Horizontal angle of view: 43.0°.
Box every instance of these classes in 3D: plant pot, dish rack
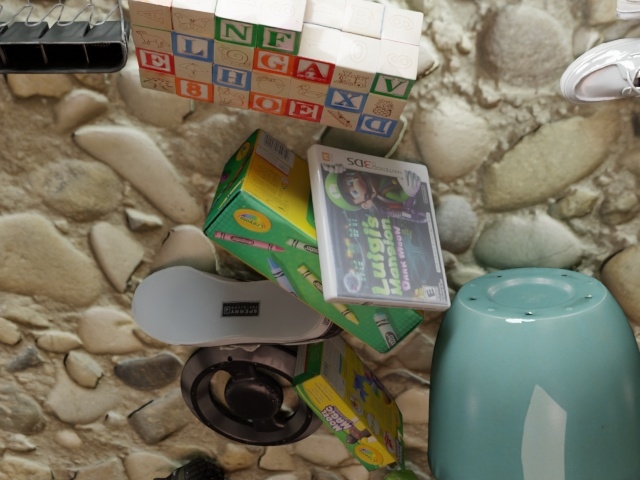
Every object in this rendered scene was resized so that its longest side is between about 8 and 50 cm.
[{"bbox_3d":[0.274,0.171,1.045,0.293,0.293,0.235,-5,106,7],"label":"plant pot"},{"bbox_3d":[-0.324,-0.317,0.877,0.208,0.074,0.272,0,131,3],"label":"dish rack"}]

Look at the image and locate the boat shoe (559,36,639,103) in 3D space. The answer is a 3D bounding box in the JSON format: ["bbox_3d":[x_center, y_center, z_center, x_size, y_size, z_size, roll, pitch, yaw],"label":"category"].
[{"bbox_3d":[0.370,-0.193,0.926,0.184,0.063,0.066,-11,121,10],"label":"boat shoe"}]

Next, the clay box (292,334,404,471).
[{"bbox_3d":[0.047,0.234,1.179,0.053,0.127,0.222,-28,116,20],"label":"clay box"}]

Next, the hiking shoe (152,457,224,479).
[{"bbox_3d":[-0.180,0.458,1.374,0.114,0.086,0.227,-23,113,32],"label":"hiking shoe"}]

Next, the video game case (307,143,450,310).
[{"bbox_3d":[0.070,-0.014,0.961,0.173,0.190,0.022,7,156,-32],"label":"video game case"}]

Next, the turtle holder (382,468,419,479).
[{"bbox_3d":[0.263,0.456,1.271,0.320,0.243,0.227,25,112,35],"label":"turtle holder"}]

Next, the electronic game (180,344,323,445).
[{"bbox_3d":[-0.101,0.234,1.235,0.229,0.048,0.229,5,127,6],"label":"electronic game"}]

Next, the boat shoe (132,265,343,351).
[{"bbox_3d":[-0.112,0.096,1.115,0.306,0.113,0.105,-5,161,23],"label":"boat shoe"}]

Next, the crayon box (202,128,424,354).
[{"bbox_3d":[0.000,0.000,1.012,0.278,0.165,0.081,36,118,-17],"label":"crayon box"}]

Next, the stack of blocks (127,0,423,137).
[{"bbox_3d":[-0.046,-0.215,0.878,0.297,0.087,0.171,11,159,-4],"label":"stack of blocks"}]

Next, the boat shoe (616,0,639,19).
[{"bbox_3d":[0.379,-0.270,0.896,0.100,0.035,0.035,-4,125,14],"label":"boat shoe"}]
